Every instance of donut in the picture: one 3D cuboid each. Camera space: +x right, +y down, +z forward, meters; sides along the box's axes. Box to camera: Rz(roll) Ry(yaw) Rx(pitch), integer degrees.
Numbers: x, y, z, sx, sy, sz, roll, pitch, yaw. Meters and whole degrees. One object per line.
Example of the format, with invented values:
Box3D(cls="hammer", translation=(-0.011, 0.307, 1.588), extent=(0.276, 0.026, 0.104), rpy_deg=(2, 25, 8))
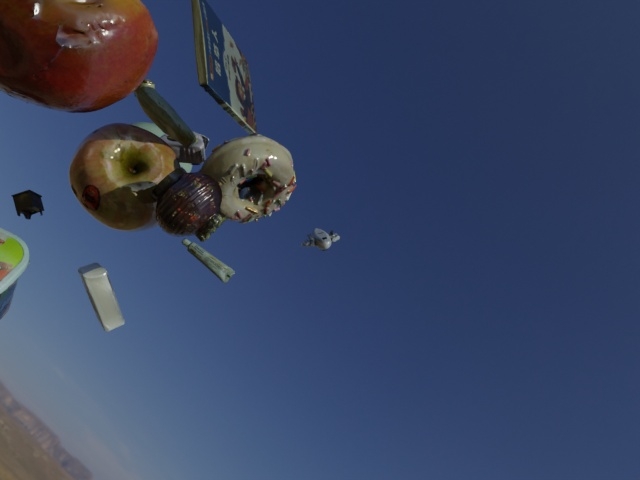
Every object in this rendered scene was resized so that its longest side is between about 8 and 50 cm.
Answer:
Box3D(cls="donut", translation=(-0.266, -0.212, 1.717), extent=(0.382, 0.383, 0.142), rpy_deg=(101, -32, -48))

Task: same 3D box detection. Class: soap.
Box3D(cls="soap", translation=(-0.637, 0.162, 1.340), extent=(0.121, 0.064, 0.183), rpy_deg=(10, -61, 55))

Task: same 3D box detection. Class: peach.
Box3D(cls="peach", translation=(-0.513, -0.408, 0.924), extent=(0.373, 0.372, 0.290), rpy_deg=(23, -68, 26))

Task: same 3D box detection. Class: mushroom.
Box3D(cls="mushroom", translation=(-0.613, -0.487, 1.808), extent=(0.333, 0.087, 0.107), rpy_deg=(50, -43, 1))

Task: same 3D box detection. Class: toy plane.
Box3D(cls="toy plane", translation=(0.000, -0.003, 2.011), extent=(0.174, 0.174, 0.080), rpy_deg=(9, -64, 38))

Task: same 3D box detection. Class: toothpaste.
Box3D(cls="toothpaste", translation=(-0.478, 0.079, 1.934), extent=(0.255, 0.067, 0.037), rpy_deg=(38, -17, -4))

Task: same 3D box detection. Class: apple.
Box3D(cls="apple", translation=(-0.697, -0.216, 1.681), extent=(0.391, 0.391, 0.346), rpy_deg=(51, -31, -8))

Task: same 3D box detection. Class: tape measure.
Box3D(cls="tape measure", translation=(-0.598, -0.409, 1.992), extent=(0.236, 0.197, 0.120), rpy_deg=(5, -56, 3))

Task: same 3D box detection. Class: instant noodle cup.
Box3D(cls="instant noodle cup", translation=(-1.089, 0.135, 1.428), extent=(0.294, 0.294, 0.308), rpy_deg=(41, -53, 4))

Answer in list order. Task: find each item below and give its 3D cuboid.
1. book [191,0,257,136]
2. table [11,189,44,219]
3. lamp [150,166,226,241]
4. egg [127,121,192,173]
Box3D(cls="book", translation=(-0.307, -0.555, 1.515), extent=(0.039, 0.428, 0.300), rpy_deg=(-9, -98, 10))
Box3D(cls="table", translation=(-1.111, -0.134, 1.756), extent=(0.083, 0.070, 0.082), rpy_deg=(99, -29, -78))
Box3D(cls="lamp", translation=(-0.416, -0.109, 1.479), extent=(0.247, 0.247, 0.247), rpy_deg=(25, -41, 24))
Box3D(cls="egg", translation=(-0.835, -0.443, 2.324), extent=(0.389, 0.276, 0.276), rpy_deg=(31, -35, -11))
